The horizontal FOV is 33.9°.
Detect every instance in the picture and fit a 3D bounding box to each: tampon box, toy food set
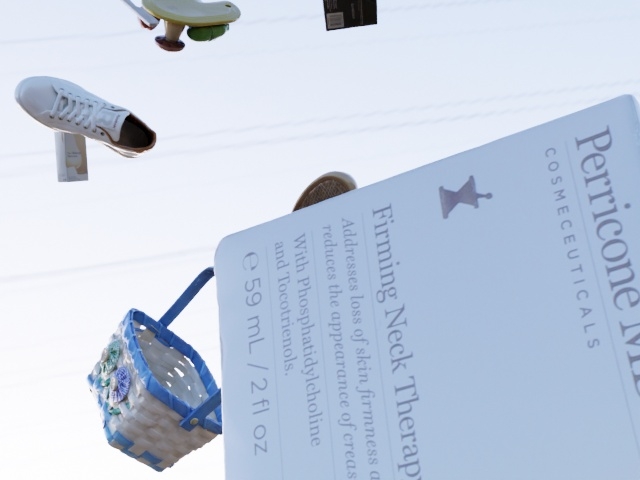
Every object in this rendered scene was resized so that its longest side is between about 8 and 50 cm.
[{"bbox_3d":[0.047,-0.498,1.985,0.102,0.161,0.120,-7,-35,1],"label":"tampon box"},{"bbox_3d":[-0.234,-0.359,1.744,0.218,0.128,0.071,-16,-46,-43],"label":"toy food set"}]

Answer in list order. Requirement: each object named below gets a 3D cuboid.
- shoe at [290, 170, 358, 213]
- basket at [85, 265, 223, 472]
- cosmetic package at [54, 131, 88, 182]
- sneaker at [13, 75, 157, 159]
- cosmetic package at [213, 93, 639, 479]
[{"bbox_3d":[0.000,0.000,1.222,0.058,0.077,0.219,-48,-17,-49],"label":"shoe"},{"bbox_3d":[-0.221,0.202,1.661,0.289,0.255,0.201,-43,-53,3],"label":"basket"},{"bbox_3d":[-0.549,-0.186,2.316,0.041,0.115,0.060,1,7,41],"label":"cosmetic package"},{"bbox_3d":[-0.450,-0.251,2.063,0.290,0.105,0.123,22,-13,-30],"label":"sneaker"},{"bbox_3d":[0.160,0.139,0.923,0.394,0.329,0.327,-19,-31,23],"label":"cosmetic package"}]
